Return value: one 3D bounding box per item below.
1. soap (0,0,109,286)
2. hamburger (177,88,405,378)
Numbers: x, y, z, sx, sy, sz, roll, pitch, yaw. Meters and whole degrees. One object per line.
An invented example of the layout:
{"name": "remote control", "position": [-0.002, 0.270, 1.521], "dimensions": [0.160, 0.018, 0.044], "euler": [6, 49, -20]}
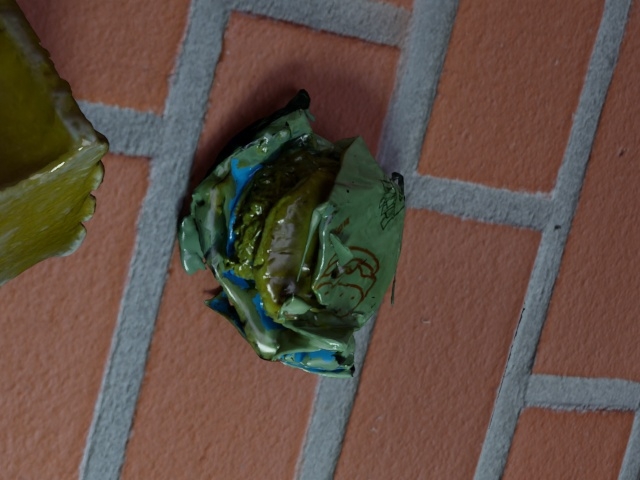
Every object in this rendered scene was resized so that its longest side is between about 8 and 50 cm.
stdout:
{"name": "soap", "position": [-0.333, -0.148, 1.333], "dimensions": [0.169, 0.304, 0.339], "euler": [-30, 82, -21]}
{"name": "hamburger", "position": [-0.003, 0.002, 1.574], "dimensions": [0.276, 0.150, 0.260], "euler": [39, 78, -39]}
